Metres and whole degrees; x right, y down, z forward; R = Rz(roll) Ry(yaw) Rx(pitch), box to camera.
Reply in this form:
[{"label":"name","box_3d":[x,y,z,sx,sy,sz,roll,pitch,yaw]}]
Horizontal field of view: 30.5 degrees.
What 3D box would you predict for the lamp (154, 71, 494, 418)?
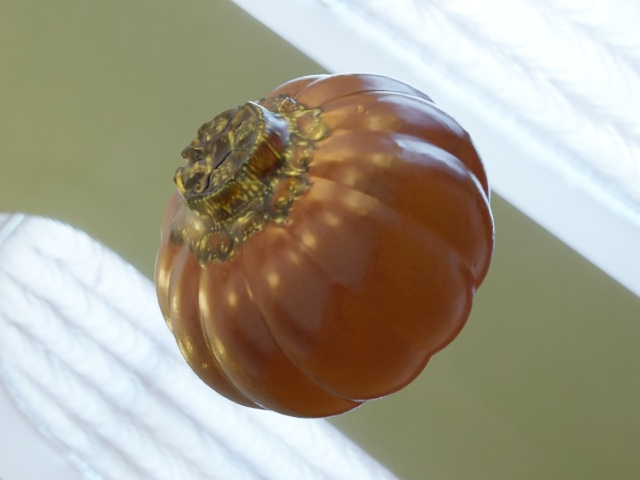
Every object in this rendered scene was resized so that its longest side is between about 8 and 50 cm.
[{"label":"lamp","box_3d":[0.000,0.000,0.717,0.223,0.223,0.196,-52,-54,-5]}]
